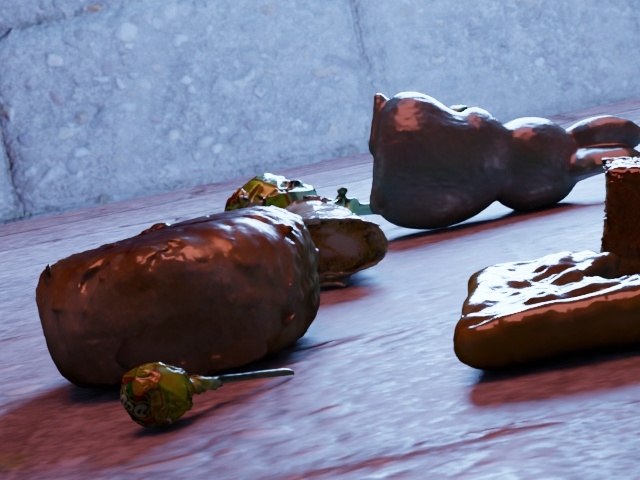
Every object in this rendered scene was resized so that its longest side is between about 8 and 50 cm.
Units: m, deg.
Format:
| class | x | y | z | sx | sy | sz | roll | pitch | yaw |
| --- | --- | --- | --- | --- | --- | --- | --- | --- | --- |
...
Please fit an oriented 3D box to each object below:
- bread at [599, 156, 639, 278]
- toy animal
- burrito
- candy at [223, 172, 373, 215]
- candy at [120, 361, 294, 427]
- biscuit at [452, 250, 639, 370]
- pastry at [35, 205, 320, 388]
| class | x | y | z | sx | sy | sz | roll | pitch | yaw |
| --- | --- | --- | --- | --- | --- | --- | --- | --- | --- |
| bread | 0.212 | -0.014 | 1.076 | 0.070 | 0.076 | 0.083 | 2 | 8 | 11 |
| toy animal | 0.171 | -0.068 | 1.576 | 0.251 | 0.127 | 0.125 | 3 | -5 | 5 |
| burrito | 0.000 | 0.000 | 1.385 | 0.087 | 0.060 | 0.226 | -11 | 7 | -3 |
| candy | 0.032 | -0.028 | 1.614 | 0.305 | 0.083 | 0.091 | -6 | -1 | -44 |
| candy | -0.058 | 0.078 | 0.923 | 0.123 | 0.035 | 0.035 | -7 | -17 | -48 |
| biscuit | 0.157 | 0.029 | 0.916 | 0.174 | 0.039 | 0.183 | -12 | 7 | 5 |
| pastry | -0.093 | 0.034 | 1.080 | 0.182 | 0.093 | 0.192 | -13 | 6 | 7 |
